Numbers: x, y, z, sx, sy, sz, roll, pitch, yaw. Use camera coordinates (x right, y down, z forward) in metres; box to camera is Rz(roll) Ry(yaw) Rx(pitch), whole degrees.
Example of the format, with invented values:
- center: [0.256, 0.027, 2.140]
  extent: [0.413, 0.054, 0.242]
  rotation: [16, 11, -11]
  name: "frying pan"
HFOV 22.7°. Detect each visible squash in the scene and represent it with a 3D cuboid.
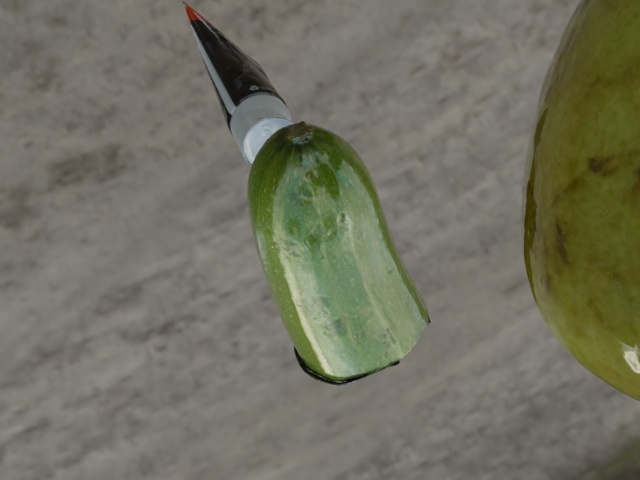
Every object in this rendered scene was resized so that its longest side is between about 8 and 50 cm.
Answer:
- center: [0.000, 0.000, 1.002]
  extent: [0.095, 0.095, 0.188]
  rotation: [-25, 134, -2]
  name: "squash"

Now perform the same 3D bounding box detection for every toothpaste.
- center: [-0.062, -0.120, 1.203]
  extent: [0.045, 0.193, 0.071]
  rotation: [-41, 125, 11]
  name: "toothpaste"

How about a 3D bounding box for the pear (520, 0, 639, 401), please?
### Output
- center: [0.240, -0.032, 0.683]
  extent: [0.304, 0.304, 0.304]
  rotation: [-18, 146, -13]
  name: "pear"
